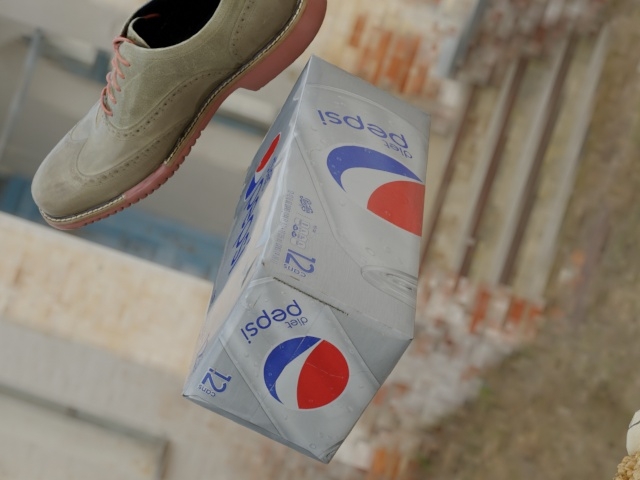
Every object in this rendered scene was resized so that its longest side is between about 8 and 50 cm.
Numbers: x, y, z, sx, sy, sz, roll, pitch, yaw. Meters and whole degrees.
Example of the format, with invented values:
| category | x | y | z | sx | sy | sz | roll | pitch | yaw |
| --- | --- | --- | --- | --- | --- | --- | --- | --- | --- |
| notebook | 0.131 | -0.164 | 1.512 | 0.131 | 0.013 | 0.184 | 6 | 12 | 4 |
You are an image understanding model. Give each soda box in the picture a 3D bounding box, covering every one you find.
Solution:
| category | x | y | z | sx | sy | sz | roll | pitch | yaw |
| --- | --- | --- | --- | --- | --- | --- | --- | --- | --- |
| soda box | 0.000 | 0.000 | 1.073 | 0.098 | 0.091 | 0.286 | -59 | 9 | 26 |

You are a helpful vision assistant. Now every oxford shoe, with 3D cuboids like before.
| category | x | y | z | sx | sy | sz | roll | pitch | yaw |
| --- | --- | --- | --- | --- | --- | --- | --- | --- | --- |
| oxford shoe | -0.160 | -0.149 | 1.694 | 0.348 | 0.130 | 0.123 | -43 | 47 | 16 |

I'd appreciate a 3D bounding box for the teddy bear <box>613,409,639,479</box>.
| category | x | y | z | sx | sy | sz | roll | pitch | yaw |
| --- | --- | --- | --- | --- | --- | --- | --- | --- | --- |
| teddy bear | 0.270 | 0.142 | 1.285 | 0.245 | 0.113 | 0.338 | -56 | -12 | 9 |
